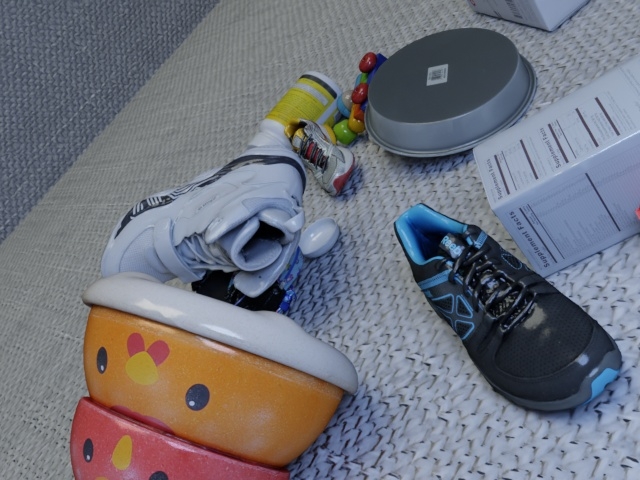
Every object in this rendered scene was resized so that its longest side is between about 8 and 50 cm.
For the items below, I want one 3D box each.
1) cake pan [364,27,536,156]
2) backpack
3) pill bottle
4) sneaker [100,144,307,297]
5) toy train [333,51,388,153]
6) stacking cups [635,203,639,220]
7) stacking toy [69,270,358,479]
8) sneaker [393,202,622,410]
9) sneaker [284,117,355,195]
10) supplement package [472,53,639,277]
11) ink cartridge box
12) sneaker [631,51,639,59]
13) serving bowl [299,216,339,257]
[{"bbox_3d":[0.206,-0.257,1.239,0.293,0.054,0.293,-14,44,14],"label":"cake pan"},{"bbox_3d":[-0.100,0.054,1.207,0.173,0.117,0.158,-53,31,-17],"label":"backpack"},{"bbox_3d":[-0.049,-0.237,1.528,0.208,0.119,0.119,-51,31,-17],"label":"pill bottle"},{"bbox_3d":[-0.177,0.003,1.103,0.365,0.137,0.210,-29,30,8],"label":"sneaker"},{"bbox_3d":[0.076,-0.226,1.407,0.143,0.105,0.248,-34,34,46],"label":"toy train"},{"bbox_3d":[0.474,-0.083,0.734,0.316,0.096,0.096,-30,31,20],"label":"stacking cups"},{"bbox_3d":[-0.179,0.306,0.867,0.350,0.350,0.480,1,68,50],"label":"stacking toy"},{"bbox_3d":[0.184,0.066,0.834,0.125,0.140,0.341,-42,31,-5],"label":"sneaker"},{"bbox_3d":[-0.010,-0.157,1.375,0.088,0.092,0.225,-60,33,19],"label":"sneaker"},{"bbox_3d":[0.325,-0.089,0.872,0.244,0.139,0.134,-29,33,21],"label":"supplement package"},{"bbox_3d":[0.339,-0.513,1.346,0.117,0.207,0.283,-40,30,1],"label":"ink cartridge box"},{"bbox_3d":[0.489,-0.262,0.942,0.232,0.090,0.115,-56,14,-7],"label":"sneaker"},{"bbox_3d":[0.000,0.000,1.251,0.083,0.027,0.083,-30,31,21],"label":"serving bowl"}]
